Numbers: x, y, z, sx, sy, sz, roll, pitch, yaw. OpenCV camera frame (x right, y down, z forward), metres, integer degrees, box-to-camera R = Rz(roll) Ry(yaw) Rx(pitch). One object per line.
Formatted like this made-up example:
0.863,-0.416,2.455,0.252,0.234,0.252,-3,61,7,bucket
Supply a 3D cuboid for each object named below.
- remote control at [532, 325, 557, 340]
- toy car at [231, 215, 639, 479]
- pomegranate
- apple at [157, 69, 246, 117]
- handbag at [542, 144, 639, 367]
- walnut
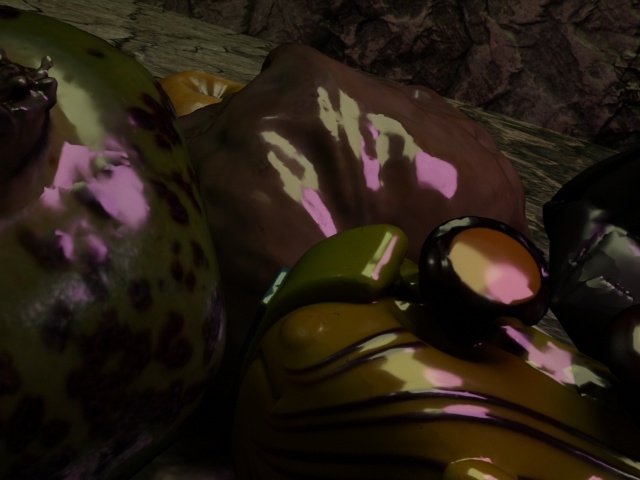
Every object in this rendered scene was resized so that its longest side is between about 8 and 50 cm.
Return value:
0.161,0.104,0.809,0.090,0.049,0.230,-6,22,-20,remote control
0.067,0.113,0.487,0.247,0.200,0.142,25,45,5,toy car
-0.155,0.010,0.452,0.254,0.270,0.254,14,52,-19,pomegranate
-0.107,-0.070,1.004,0.182,0.155,0.182,16,14,-4,apple
0.260,0.100,0.625,0.342,0.152,0.288,42,0,15,handbag
-0.002,0.002,0.693,0.227,0.273,0.273,55,4,-18,walnut
